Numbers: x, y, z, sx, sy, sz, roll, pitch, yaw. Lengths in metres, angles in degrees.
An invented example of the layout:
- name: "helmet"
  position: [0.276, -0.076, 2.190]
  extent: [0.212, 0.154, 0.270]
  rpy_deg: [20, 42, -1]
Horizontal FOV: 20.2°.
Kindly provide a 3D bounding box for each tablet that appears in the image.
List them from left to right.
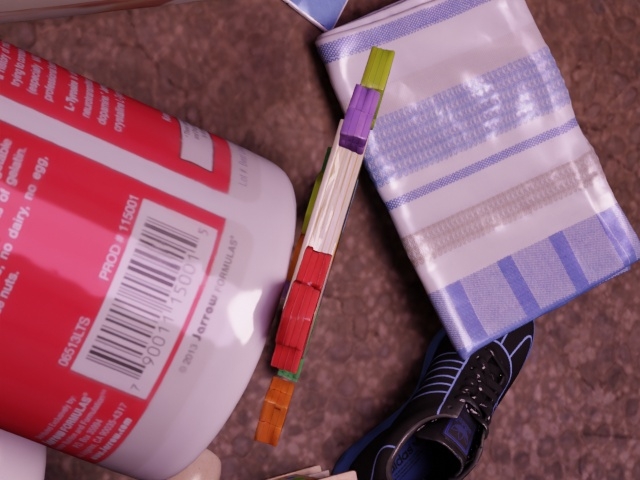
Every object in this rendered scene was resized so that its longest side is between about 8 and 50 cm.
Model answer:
- name: "tablet"
  position: [0.005, -0.212, 1.423]
  extent: [0.054, 0.006, 0.083]
  rpy_deg: [35, 71, -25]

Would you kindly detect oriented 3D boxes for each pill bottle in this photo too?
- name: "pill bottle"
  position: [-0.239, -0.020, 1.127]
  extent: [0.407, 0.229, 0.229]
  rpy_deg: [24, 76, -17]

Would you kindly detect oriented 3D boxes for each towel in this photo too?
- name: "towel"
  position: [0.132, -0.072, 1.449]
  extent: [0.209, 0.034, 0.285]
  rpy_deg: [-24, 90, -30]

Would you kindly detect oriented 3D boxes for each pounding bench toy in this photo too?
- name: "pounding bench toy"
  position: [-0.001, 0.219, 1.371]
  extent: [0.052, 0.065, 0.083]
  rpy_deg: [-11, 94, -31]

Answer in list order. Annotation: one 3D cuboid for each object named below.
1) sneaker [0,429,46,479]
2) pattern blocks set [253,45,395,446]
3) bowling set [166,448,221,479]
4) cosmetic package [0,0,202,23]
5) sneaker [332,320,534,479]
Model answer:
- name: "sneaker"
  position: [-0.309, 0.165, 1.166]
  extent: [0.290, 0.106, 0.123]
  rpy_deg: [0, 86, -32]
- name: "pattern blocks set"
  position: [0.000, 0.000, 1.250]
  extent: [0.026, 0.325, 0.285]
  rpy_deg: [17, 69, 1]
- name: "bowling set"
  position: [-0.014, 0.276, 1.229]
  extent: [0.154, 0.199, 0.287]
  rpy_deg: [-64, 144, -26]
- name: "cosmetic package"
  position: [-0.166, -0.238, 1.243]
  extent: [0.296, 0.129, 0.153]
  rpy_deg: [-9, 85, -31]
- name: "sneaker"
  position: [0.109, 0.135, 1.424]
  extent: [0.081, 0.090, 0.232]
  rpy_deg: [49, 67, -20]
